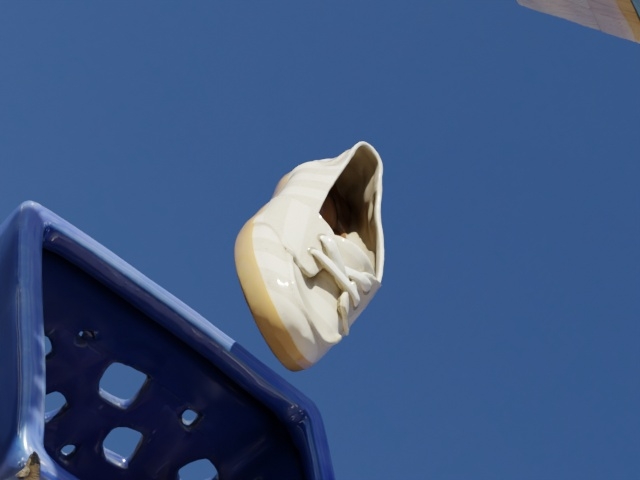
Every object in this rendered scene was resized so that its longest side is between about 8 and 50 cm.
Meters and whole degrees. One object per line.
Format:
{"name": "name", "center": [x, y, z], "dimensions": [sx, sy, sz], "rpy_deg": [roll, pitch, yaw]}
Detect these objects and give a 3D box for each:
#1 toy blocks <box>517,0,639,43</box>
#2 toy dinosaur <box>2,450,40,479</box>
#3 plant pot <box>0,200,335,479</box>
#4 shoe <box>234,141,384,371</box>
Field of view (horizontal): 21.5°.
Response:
{"name": "toy blocks", "center": [0.117, -0.228, 0.706], "dimensions": [0.381, 0.191, 0.261], "rpy_deg": [61, -8, -23]}
{"name": "toy dinosaur", "center": [-0.146, 0.084, 0.500], "dimensions": [0.183, 0.053, 0.092], "rpy_deg": [2, -77, 4]}
{"name": "plant pot", "center": [-0.138, 0.161, 0.902], "dimensions": [0.212, 0.236, 0.236], "rpy_deg": [-41, -61, 18]}
{"name": "shoe", "center": [0.000, 0.000, 0.961], "dimensions": [0.058, 0.219, 0.076], "rpy_deg": [-31, -72, 19]}
